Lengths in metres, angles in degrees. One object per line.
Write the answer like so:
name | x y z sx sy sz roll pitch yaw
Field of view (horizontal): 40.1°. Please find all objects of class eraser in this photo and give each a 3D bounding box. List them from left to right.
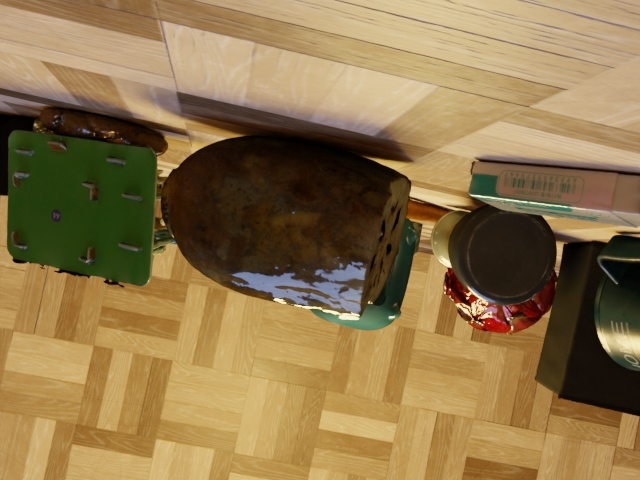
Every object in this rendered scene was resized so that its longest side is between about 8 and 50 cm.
eraser | 0.301 -0.057 1.075 0.225 0.052 0.095 10 175 40

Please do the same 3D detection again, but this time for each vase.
vase | 0.291 0.013 1.595 0.173 0.173 0.321 12 -178 -7

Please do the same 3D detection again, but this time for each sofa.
sofa | -0.588 -0.149 1.754 0.258 0.182 0.200 10 178 30

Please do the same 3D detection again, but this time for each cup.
cup | 0.673 0.110 1.562 0.242 0.308 0.292 -21 -169 -19

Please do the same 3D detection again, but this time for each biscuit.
biscuit | -0.377 -0.186 1.537 0.226 0.042 0.226 13 177 1

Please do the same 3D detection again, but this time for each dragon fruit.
dragon fruit | 0.385 0.089 1.908 0.244 0.244 0.299 11 -174 29

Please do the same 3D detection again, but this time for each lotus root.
lotus root | -0.055 -0.032 1.279 0.346 0.250 0.250 11 178 14

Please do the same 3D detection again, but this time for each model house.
model house | -0.333 -0.075 1.588 0.358 0.242 0.313 8 -168 28

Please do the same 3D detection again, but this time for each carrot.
carrot | 0.199 -0.059 1.751 0.248 0.043 0.043 11 179 -36

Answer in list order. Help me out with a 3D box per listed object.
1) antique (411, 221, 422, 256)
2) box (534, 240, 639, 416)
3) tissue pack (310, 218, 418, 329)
antique | 0.162 -0.021 2.282 0.183 0.088 0.086 14 177 -25
box | 0.641 0.190 1.908 0.251 0.345 0.204 13 -179 -2
tissue pack | 0.098 0.056 1.978 0.198 0.287 0.206 17 174 -32
